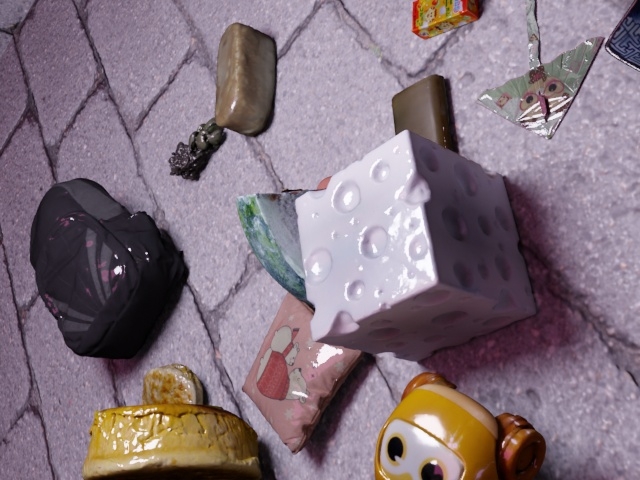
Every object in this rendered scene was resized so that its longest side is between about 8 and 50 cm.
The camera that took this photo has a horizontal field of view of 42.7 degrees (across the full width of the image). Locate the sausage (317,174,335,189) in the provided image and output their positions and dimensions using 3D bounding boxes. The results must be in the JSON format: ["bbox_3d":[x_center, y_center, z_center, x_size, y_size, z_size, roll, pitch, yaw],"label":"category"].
[{"bbox_3d":[0.059,-0.091,1.469,0.154,0.062,0.062,-3,76,46],"label":"sausage"}]

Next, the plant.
[{"bbox_3d":[-0.281,-0.204,1.853,0.085,0.087,0.174,47,113,5],"label":"plant"}]

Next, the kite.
[{"bbox_3d":[0.334,-0.269,1.276,0.229,0.012,0.250,-20,63,40],"label":"kite"}]

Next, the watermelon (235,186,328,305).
[{"bbox_3d":[0.000,0.000,1.433,0.214,0.320,0.289,-55,3,-5],"label":"watermelon"}]

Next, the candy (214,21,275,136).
[{"bbox_3d":[-0.163,-0.342,1.751,0.102,0.104,0.234,-22,62,46],"label":"candy"}]

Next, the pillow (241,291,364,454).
[{"bbox_3d":[-0.043,0.231,1.459,0.223,0.084,0.236,41,104,46],"label":"pillow"}]

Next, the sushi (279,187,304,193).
[{"bbox_3d":[-0.076,-0.035,1.575,0.150,0.090,0.078,-43,47,32],"label":"sushi"}]

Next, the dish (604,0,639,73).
[{"bbox_3d":[0.511,-0.303,1.048,0.243,0.080,0.182,-59,44,18],"label":"dish"}]

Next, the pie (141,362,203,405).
[{"bbox_3d":[-0.307,0.338,1.711,0.193,0.079,0.163,-7,83,44],"label":"pie"}]

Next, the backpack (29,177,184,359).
[{"bbox_3d":[-0.518,0.047,1.898,0.446,0.254,0.363,48,114,28],"label":"backpack"}]

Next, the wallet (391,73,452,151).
[{"bbox_3d":[0.175,-0.176,1.396,0.110,0.031,0.198,-23,62,41],"label":"wallet"}]

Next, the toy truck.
[{"bbox_3d":[0.171,0.335,1.088,0.211,0.288,0.204,-36,37,-25],"label":"toy truck"}]

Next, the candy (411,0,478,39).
[{"bbox_3d":[0.215,-0.399,1.418,0.122,0.038,0.062,-10,71,44],"label":"candy"}]

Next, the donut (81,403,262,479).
[{"bbox_3d":[-0.267,0.373,1.472,0.330,0.330,0.160,-30,55,37],"label":"donut"}]

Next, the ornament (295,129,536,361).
[{"bbox_3d":[0.136,0.020,1.223,0.239,0.239,0.239,-30,56,38],"label":"ornament"}]
